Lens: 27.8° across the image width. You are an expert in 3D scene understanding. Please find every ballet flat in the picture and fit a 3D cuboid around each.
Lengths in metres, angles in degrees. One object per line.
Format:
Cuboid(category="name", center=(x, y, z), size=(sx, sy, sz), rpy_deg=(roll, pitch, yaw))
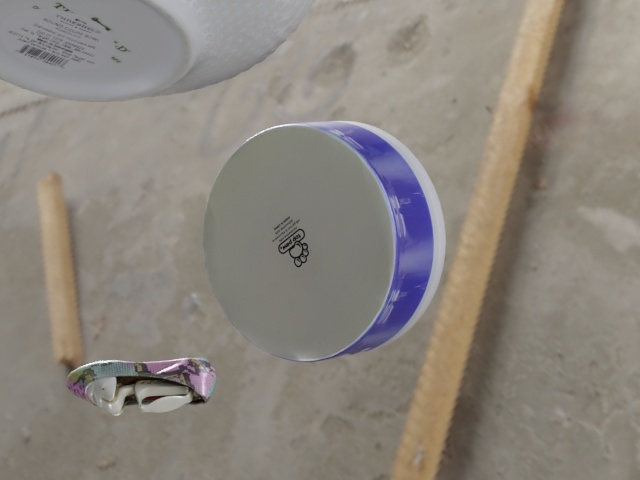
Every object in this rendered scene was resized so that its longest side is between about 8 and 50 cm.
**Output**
Cuboid(category="ballet flat", center=(-0.258, 0.211, 1.833), size=(0.221, 0.077, 0.079), rpy_deg=(-4, 40, 7))

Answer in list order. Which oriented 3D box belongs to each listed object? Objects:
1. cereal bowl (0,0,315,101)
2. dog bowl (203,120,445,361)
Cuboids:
Cuboid(category="cereal bowl", center=(-0.156, -0.192, 0.873), size=(0.339, 0.339, 0.141), rpy_deg=(-16, 61, 35))
Cuboid(category="dog bowl", center=(0.000, 0.000, 1.441), size=(0.265, 0.104, 0.265), rpy_deg=(4, 96, 35))
